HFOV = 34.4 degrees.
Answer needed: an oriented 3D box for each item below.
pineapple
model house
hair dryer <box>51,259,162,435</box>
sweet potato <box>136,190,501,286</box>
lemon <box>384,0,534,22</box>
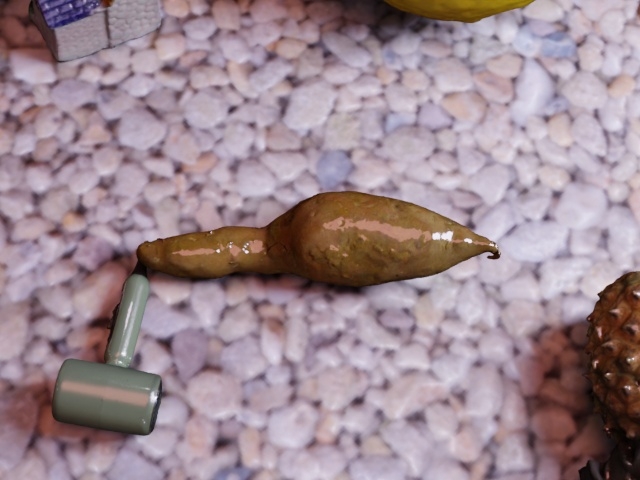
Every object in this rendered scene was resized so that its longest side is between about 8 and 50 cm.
[{"bbox_3d":[0.234,0.150,0.718,0.125,0.125,0.251,13,72,0],"label":"pineapple"},{"bbox_3d":[-0.191,-0.214,0.836,0.101,0.100,0.087,-25,72,-14],"label":"model house"},{"bbox_3d":[-0.144,0.069,0.761,0.071,0.047,0.150,11,56,-3],"label":"hair dryer"},{"bbox_3d":[-0.002,-0.001,0.783,0.270,0.074,0.074,-2,67,4],"label":"sweet potato"},{"bbox_3d":[0.124,-0.297,0.834,0.288,0.233,0.233,-24,71,-5],"label":"lemon"}]
